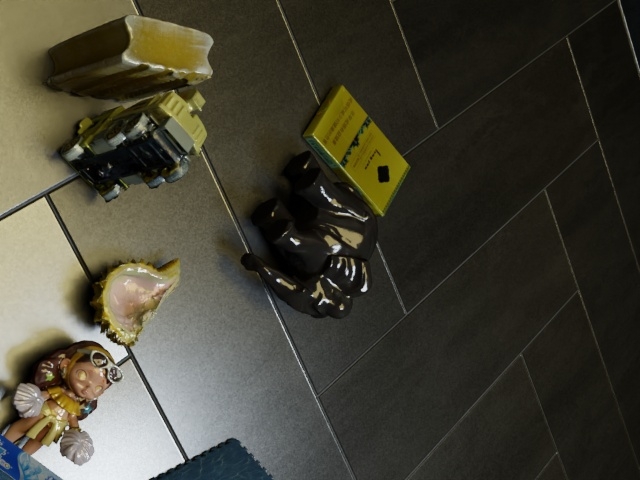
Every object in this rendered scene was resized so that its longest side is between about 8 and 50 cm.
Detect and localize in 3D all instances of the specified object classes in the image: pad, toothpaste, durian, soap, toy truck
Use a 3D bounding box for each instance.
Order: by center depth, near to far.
[{"bbox_3d":[-0.503,0.349,1.401,0.272,0.053,0.066,42,25,-16],"label":"toothpaste"},{"bbox_3d":[-0.323,-0.297,1.493,0.173,0.274,0.089,5,86,-41],"label":"soap"},{"bbox_3d":[-0.305,-0.175,1.514,0.124,0.272,0.157,50,51,-29],"label":"toy truck"},{"bbox_3d":[-0.335,0.096,1.609,0.140,0.078,0.224,58,43,-9],"label":"durian"},{"bbox_3d":[-0.177,0.498,1.635,0.269,0.269,0.012,-20,138,-42],"label":"pad"}]

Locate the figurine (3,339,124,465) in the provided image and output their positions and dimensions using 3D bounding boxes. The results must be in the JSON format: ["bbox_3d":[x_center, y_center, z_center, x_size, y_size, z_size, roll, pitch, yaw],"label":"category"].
[{"bbox_3d":[-0.435,0.272,1.482,0.175,0.115,0.240,49,64,-26],"label":"figurine"}]

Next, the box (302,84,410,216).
[{"bbox_3d":[0.086,-0.199,2.013,0.279,0.041,0.153,46,59,-31],"label":"box"}]

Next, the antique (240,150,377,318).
[{"bbox_3d":[0.000,0.000,1.835,0.255,0.185,0.322,50,54,-27],"label":"antique"}]
